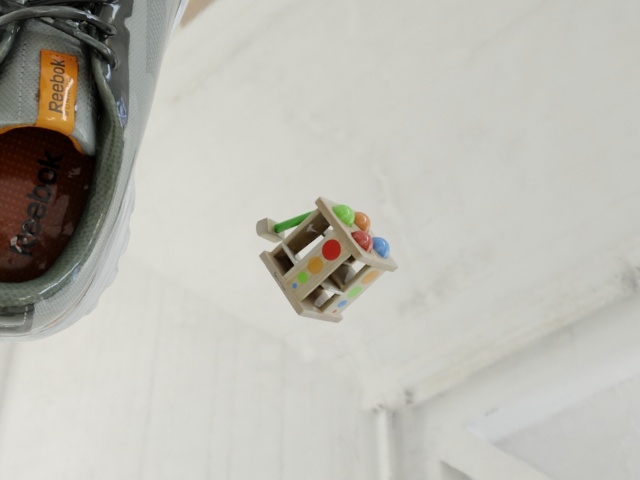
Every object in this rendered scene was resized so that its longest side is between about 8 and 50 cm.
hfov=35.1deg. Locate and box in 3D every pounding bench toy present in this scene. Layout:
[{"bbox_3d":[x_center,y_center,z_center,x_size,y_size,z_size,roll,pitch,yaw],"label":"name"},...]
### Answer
[{"bbox_3d":[0.000,0.000,0.663,0.065,0.052,0.083,-44,-119,16],"label":"pounding bench toy"}]

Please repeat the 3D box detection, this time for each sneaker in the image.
[{"bbox_3d":[-0.100,-0.089,0.411,0.108,0.100,0.271,-179,-83,-75],"label":"sneaker"}]
